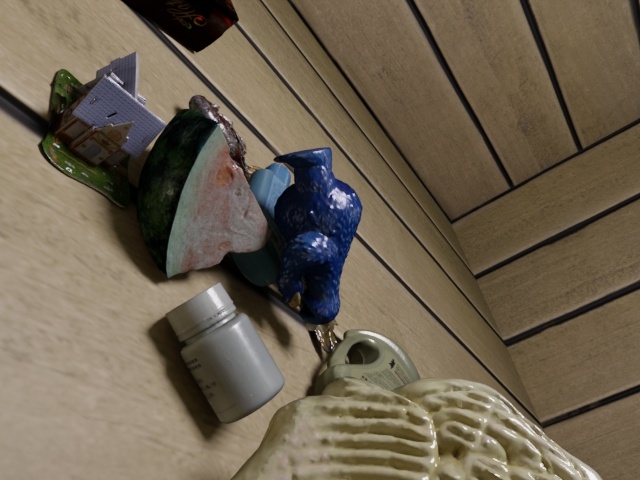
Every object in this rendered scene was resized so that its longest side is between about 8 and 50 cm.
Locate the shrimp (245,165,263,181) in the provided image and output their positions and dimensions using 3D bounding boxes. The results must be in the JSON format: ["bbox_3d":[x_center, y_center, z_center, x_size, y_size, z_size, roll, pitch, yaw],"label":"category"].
[{"bbox_3d":[-0.095,-0.095,0.975,0.114,0.023,0.083,11,55,-59],"label":"shrimp"}]

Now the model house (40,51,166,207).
[{"bbox_3d":[-0.229,-0.140,0.598,0.117,0.088,0.167,41,27,-43],"label":"model house"}]

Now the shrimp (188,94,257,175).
[{"bbox_3d":[-0.158,-0.164,0.865,0.165,0.056,0.065,59,-3,-38],"label":"shrimp"}]

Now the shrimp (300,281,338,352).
[{"bbox_3d":[-0.005,0.053,0.857,0.052,0.143,0.251,-10,71,-25],"label":"shrimp"}]

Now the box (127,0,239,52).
[{"bbox_3d":[-0.321,-0.575,0.963,0.264,0.115,0.415,24,40,-62],"label":"box"}]

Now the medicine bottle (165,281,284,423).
[{"bbox_3d":[-0.101,0.116,0.558,0.130,0.080,0.080,60,19,0],"label":"medicine bottle"}]

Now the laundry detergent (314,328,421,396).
[{"bbox_3d":[0.086,0.227,0.826,0.181,0.091,0.253,50,24,0],"label":"laundry detergent"}]

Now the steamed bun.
[{"bbox_3d":[0.066,0.264,0.466,0.206,0.319,0.275,87,19,-46],"label":"steamed bun"}]

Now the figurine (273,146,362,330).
[{"bbox_3d":[0.000,-0.003,0.731,0.164,0.120,0.262,-88,175,-65],"label":"figurine"}]

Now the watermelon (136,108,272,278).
[{"bbox_3d":[-0.158,-0.052,0.656,0.207,0.136,0.202,49,-15,57],"label":"watermelon"}]

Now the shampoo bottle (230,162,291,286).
[{"bbox_3d":[-0.085,-0.044,0.841,0.258,0.061,0.104,-83,151,-56],"label":"shampoo bottle"}]
